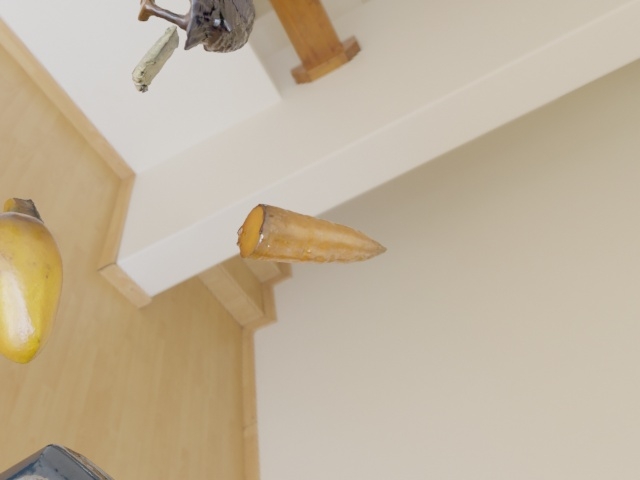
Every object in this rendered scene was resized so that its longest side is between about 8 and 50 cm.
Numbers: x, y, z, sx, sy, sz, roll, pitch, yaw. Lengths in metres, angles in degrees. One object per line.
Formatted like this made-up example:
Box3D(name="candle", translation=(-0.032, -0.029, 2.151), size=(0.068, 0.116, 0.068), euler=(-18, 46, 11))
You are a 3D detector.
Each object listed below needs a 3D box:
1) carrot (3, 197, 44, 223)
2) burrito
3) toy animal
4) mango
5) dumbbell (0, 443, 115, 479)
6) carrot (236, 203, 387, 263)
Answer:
Box3D(name="carrot", translation=(-0.690, -0.025, 1.296), size=(0.173, 0.082, 0.082), euler=(54, 6, 24))
Box3D(name="burrito", translation=(-0.337, -0.380, 1.136), size=(0.171, 0.042, 0.051), euler=(-63, 180, -27))
Box3D(name="toy animal", translation=(-0.191, -0.379, 0.901), size=(0.185, 0.122, 0.298), euler=(15, 22, -28))
Box3D(name="mango", translation=(-0.440, 0.068, 0.793), size=(0.112, 0.145, 0.219), euler=(9, 69, -60))
Box3D(name="dumbbell", translation=(-0.239, 0.350, 0.624), size=(0.325, 0.144, 0.160), euler=(66, 20, -50))
Box3D(name="carrot", translation=(0.000, 0.000, 0.706), size=(0.205, 0.072, 0.072), euler=(8, 47, -30))
